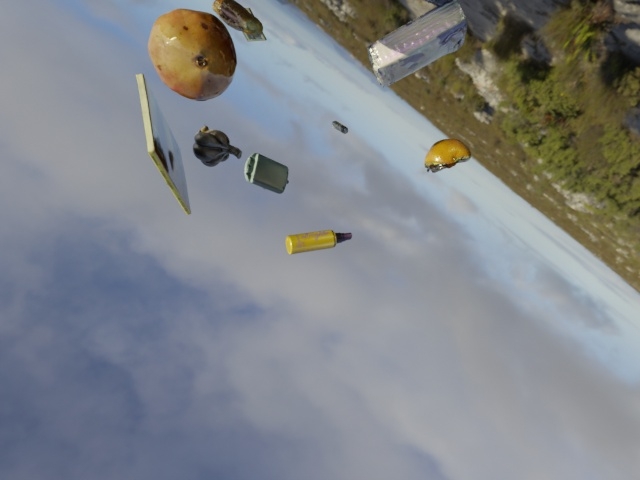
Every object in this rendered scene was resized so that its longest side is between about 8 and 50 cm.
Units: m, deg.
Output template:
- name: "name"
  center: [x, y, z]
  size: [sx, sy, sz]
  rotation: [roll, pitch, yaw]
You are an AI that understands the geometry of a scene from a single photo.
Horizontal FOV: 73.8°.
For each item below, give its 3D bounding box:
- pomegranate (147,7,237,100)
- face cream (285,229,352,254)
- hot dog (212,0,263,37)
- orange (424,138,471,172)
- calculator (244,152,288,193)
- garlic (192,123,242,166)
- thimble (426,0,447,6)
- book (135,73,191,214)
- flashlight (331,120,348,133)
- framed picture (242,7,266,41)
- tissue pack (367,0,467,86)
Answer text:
- name: "pomegranate"
  center: [-0.276, -0.398, 0.923]
  size: [0.191, 0.191, 0.191]
  rotation: [33, -160, -13]
- name: "face cream"
  center: [0.000, 0.000, 1.719]
  size: [0.273, 0.078, 0.078]
  rotation: [-8, -141, -20]
- name: "hot dog"
  center: [-0.264, -0.715, 1.351]
  size: [0.083, 0.068, 0.289]
  rotation: [-12, -137, -31]
- name: "orange"
  center: [0.445, -0.304, 1.508]
  size: [0.112, 0.160, 0.170]
  rotation: [65, -148, -15]
- name: "calculator"
  center: [-0.237, -0.302, 1.937]
  size: [0.246, 0.141, 0.045]
  rotation: [17, 172, -43]
- name: "garlic"
  center: [-0.360, -0.316, 1.495]
  size: [0.194, 0.131, 0.127]
  rotation: [28, -135, 17]
- name: "thimble"
  center: [0.387, -0.886, 1.345]
  size: [0.172, 0.236, 0.205]
  rotation: [25, -165, -40]
- name: "book"
  center: [-0.463, -0.270, 1.283]
  size: [0.374, 0.028, 0.262]
  rotation: [95, 159, -68]
- name: "flashlight"
  center: [0.058, -0.338, 1.272]
  size: [0.083, 0.018, 0.018]
  rotation: [-128, 21, -54]
- name: "framed picture"
  center: [-0.303, -0.907, 1.795]
  size: [0.109, 0.011, 0.149]
  rotation: [14, 156, 32]
- name: "tissue pack"
  center: [0.349, -0.712, 1.567]
  size: [0.125, 0.344, 0.242]
  rotation: [67, -166, 0]
